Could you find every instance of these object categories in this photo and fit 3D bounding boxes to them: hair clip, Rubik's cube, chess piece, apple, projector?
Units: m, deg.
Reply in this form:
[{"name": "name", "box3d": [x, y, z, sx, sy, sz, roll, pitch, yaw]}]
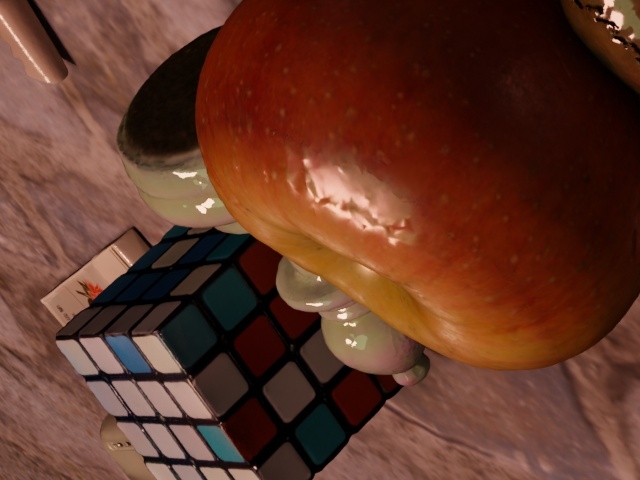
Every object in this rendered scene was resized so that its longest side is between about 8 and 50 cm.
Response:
[{"name": "hair clip", "box3d": [-0.259, -0.200, 1.153, 0.226, 0.034, 0.072, 43, 149, 4]}, {"name": "Rubik's cube", "box3d": [-0.058, 0.077, 1.123, 0.154, 0.151, 0.155, -8, 122, 56]}, {"name": "chess piece", "box3d": [0.000, 0.000, 1.006, 0.139, 0.139, 0.272, 12, 148, 44]}, {"name": "apple", "box3d": [0.059, -0.049, 0.797, 0.235, 0.173, 0.210, 38, 167, -14]}, {"name": "projector", "box3d": [-0.123, 0.161, 1.370, 0.083, 0.083, 0.082, 54, 150, -13]}]

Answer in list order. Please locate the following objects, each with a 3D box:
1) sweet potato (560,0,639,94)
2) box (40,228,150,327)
[{"name": "sweet potato", "box3d": [0.207, -0.047, 0.720, 0.273, 0.075, 0.075, 45, 150, -3]}, {"name": "box", "box3d": [-0.162, 0.061, 1.354, 0.109, 0.029, 0.198, 49, 151, -6]}]
